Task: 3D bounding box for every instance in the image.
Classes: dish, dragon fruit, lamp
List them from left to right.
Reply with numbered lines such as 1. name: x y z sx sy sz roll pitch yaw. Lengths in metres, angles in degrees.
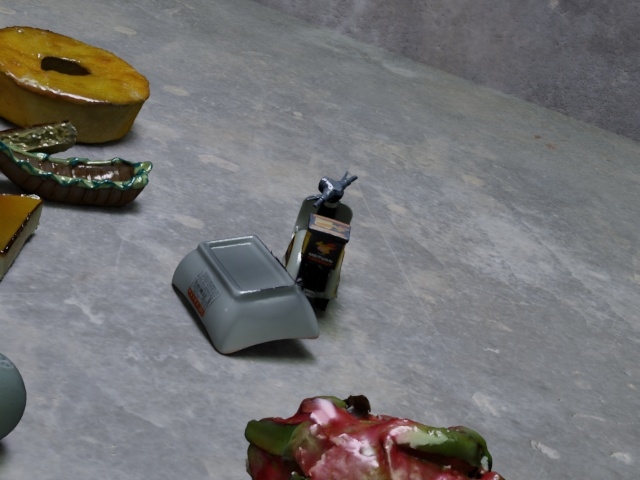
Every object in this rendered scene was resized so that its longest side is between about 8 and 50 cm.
1. lamp: -0.359 0.162 1.436 0.105 0.105 0.105 16 21 -6
2. dish: -0.103 0.061 1.885 0.151 0.077 0.212 -7 31 -24
3. dragon fruit: 0.050 0.270 1.338 0.303 0.231 0.237 21 31 36

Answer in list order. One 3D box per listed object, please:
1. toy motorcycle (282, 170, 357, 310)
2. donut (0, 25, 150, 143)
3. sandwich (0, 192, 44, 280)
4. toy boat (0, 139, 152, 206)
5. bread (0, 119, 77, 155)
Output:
1. toy motorcycle: 0.000 0.000 2.048 0.091 0.157 0.263 18 23 -4
2. donut: -0.451 -0.262 2.392 0.303 0.110 0.303 17 23 -8
3. sandwich: -0.475 -0.025 1.860 0.163 0.058 0.193 17 24 -1
4. toy boat: -0.398 -0.110 2.084 0.293 0.099 0.108 14 19 -33
5. bread: -0.464 -0.150 2.142 0.136 0.054 0.154 -7 -3 -36
